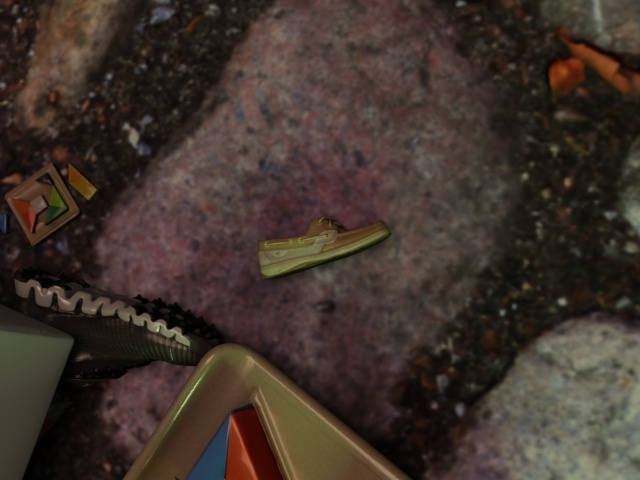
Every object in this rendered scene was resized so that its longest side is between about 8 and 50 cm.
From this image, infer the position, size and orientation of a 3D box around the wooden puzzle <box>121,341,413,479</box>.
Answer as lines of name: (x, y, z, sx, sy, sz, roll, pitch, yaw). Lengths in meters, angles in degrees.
wooden puzzle: (-0.046, 0.315, 0.700, 0.348, 0.080, 0.322, 36, 99, 14)

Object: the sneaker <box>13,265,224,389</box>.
sneaker: (-0.208, 0.104, 0.792, 0.234, 0.078, 0.106, 15, 94, 13)

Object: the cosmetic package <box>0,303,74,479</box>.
cosmetic package: (-0.488, 0.118, 0.767, 0.453, 0.161, 0.230, 18, 86, 26)

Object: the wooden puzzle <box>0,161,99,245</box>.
wooden puzzle: (-0.304, -0.041, 0.863, 0.116, 0.014, 0.078, -41, 75, 5)

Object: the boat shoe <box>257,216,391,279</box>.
boat shoe: (0.000, 0.000, 0.769, 0.135, 0.050, 0.045, -17, 84, 10)

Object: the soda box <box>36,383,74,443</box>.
soda box: (-0.343, 0.211, 0.813, 0.063, 0.058, 0.183, 43, 94, 15)
